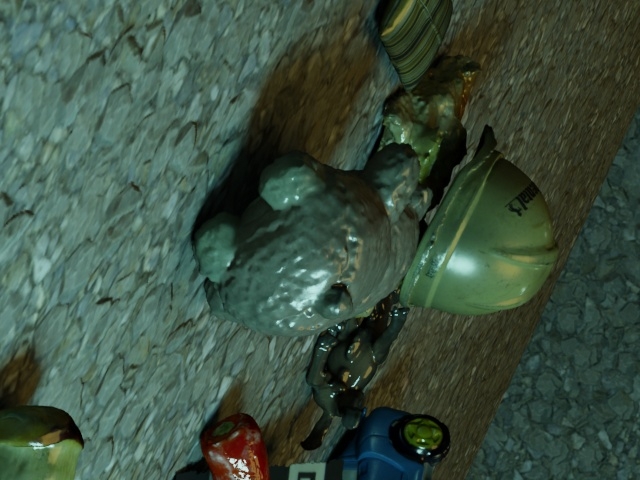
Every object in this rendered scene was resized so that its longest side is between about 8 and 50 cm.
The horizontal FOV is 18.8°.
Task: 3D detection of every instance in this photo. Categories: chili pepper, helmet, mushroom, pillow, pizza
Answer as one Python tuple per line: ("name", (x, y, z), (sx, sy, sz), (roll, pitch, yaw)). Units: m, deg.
("chili pepper", (-0.083, 0.238, 1.958), (0.073, 0.070, 0.123), (-28, 121, -39))
("helmet", (0.192, -0.002, 2.113), (0.204, 0.137, 0.257), (-68, 174, 33))
("mushroom", (-0.262, 0.261, 1.410), (0.312, 0.081, 0.100), (-63, 159, -2))
("pillow", (0.099, -0.223, 1.954), (0.113, 0.038, 0.203), (-64, 166, -5))
("pizza", (0.096, -0.059, 2.130), (0.323, 0.089, 0.223), (-66, 168, 3))

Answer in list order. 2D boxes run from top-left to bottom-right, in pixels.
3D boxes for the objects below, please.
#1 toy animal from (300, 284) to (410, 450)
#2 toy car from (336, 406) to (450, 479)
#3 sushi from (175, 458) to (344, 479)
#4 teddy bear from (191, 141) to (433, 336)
("toy animal", (0.045, 0.143, 2.274), (0.148, 0.084, 0.233), (65, 48, -73))
("toy car", (0.063, 0.362, 2.514), (0.314, 0.166, 0.198), (-75, 176, -46))
("sushi", (-0.114, 0.384, 2.097), (0.373, 0.100, 0.296), (7, 88, -62))
("teddy bear", (0.000, 0.001, 1.728), (0.236, 0.151, 0.267), (-39, 178, 18))
